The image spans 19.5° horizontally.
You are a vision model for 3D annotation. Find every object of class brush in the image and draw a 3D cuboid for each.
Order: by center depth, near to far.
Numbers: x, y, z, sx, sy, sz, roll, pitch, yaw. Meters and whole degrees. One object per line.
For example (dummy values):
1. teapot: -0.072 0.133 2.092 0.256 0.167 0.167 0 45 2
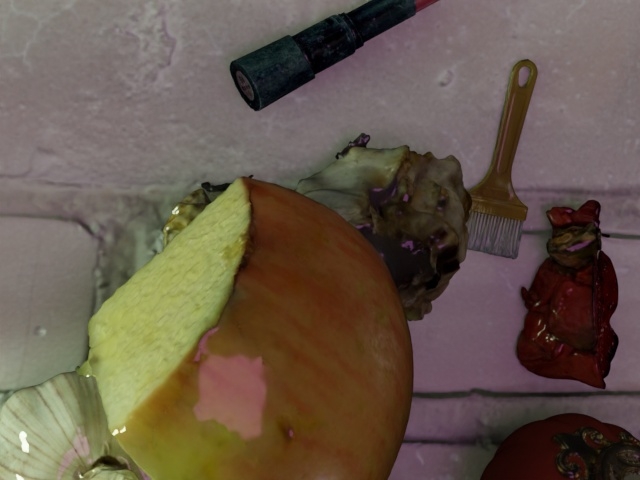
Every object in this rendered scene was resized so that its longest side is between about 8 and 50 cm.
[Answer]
1. brush: 0.189 -0.086 1.905 0.083 0.011 0.205 10 96 -24

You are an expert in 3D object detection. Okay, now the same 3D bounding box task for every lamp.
1. lamp: 0.264 0.291 1.914 0.227 0.227 0.227 -5 103 -22

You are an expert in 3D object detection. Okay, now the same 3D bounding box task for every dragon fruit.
1. dragon fruit: 0.283 0.054 1.929 0.122 0.092 0.192 -1 102 -23

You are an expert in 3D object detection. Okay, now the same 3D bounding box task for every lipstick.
1. lipstick: 0.023 -0.201 1.796 0.234 0.053 0.053 -30 111 -20

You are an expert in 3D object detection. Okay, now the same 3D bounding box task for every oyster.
1. oyster: 0.002 -0.007 1.777 0.337 0.133 0.197 5 95 -26

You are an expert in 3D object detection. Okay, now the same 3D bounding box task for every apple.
1. apple: -0.044 0.136 1.664 0.309 0.252 0.314 39 60 -29

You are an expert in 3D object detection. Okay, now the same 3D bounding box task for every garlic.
1. garlic: -0.189 0.215 1.695 0.199 0.226 0.199 -2 97 -21
